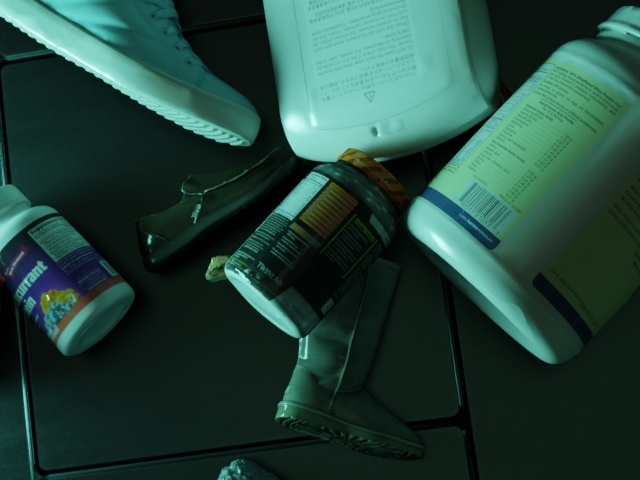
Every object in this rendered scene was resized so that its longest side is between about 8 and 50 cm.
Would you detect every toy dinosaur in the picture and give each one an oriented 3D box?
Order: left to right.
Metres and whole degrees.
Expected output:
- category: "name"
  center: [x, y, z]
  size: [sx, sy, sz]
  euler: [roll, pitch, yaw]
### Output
- category: "toy dinosaur"
  center: [-0.032, 0.009, 1.410]
  size: [0.064, 0.112, 0.211]
  euler: [22, 43, 38]

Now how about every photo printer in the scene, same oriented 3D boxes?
- category: "photo printer"
  center: [0.063, -0.243, 1.388]
  size: [0.256, 0.107, 0.307]
  euler: [-14, 80, 26]

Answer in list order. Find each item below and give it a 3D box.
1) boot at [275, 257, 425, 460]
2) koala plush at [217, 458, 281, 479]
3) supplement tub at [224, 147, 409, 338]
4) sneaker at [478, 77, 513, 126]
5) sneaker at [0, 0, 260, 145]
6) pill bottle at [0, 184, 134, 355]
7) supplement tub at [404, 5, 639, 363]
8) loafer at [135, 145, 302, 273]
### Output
- category: "boot"
  center: [0.052, 0.125, 1.393]
  size: [0.190, 0.076, 0.208]
  euler: [23, 66, -16]
- category: "koala plush"
  center: [-0.037, 0.369, 1.319]
  size: [0.221, 0.196, 0.203]
  euler: [17, 96, 8]
- category: "supplement tub"
  center: [0.000, 0.000, 1.326]
  size: [0.117, 0.117, 0.190]
  euler: [41, 78, 10]
- category: "sneaker"
  center: [0.166, -0.187, 1.430]
  size: [0.064, 0.067, 0.175]
  euler: [-44, 64, 25]
- category: "sneaker"
  center: [-0.207, -0.245, 1.436]
  size: [0.366, 0.135, 0.150]
  euler: [31, 90, 8]
- category: "pill bottle"
  center: [-0.314, 0.029, 1.424]
  size: [0.193, 0.108, 0.108]
  euler: [44, 89, 10]
- category: "supplement tub"
  center: [0.272, -0.059, 1.306]
  size: [0.235, 0.235, 0.325]
  euler: [44, 89, 10]
- category: "loafer"
  center: [-0.123, -0.049, 1.427]
  size: [0.220, 0.080, 0.078]
  euler: [-33, 81, 1]
